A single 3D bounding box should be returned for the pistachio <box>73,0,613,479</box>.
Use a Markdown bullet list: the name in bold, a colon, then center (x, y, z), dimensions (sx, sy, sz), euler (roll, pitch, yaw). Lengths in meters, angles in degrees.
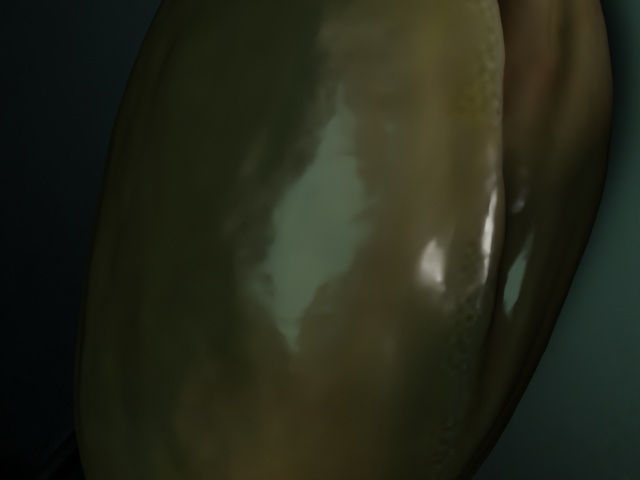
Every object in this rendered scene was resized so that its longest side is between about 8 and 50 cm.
- **pistachio**: center (0.000, 0.000, 0.468), dimensions (0.181, 0.162, 0.293), euler (34, 115, 46)
